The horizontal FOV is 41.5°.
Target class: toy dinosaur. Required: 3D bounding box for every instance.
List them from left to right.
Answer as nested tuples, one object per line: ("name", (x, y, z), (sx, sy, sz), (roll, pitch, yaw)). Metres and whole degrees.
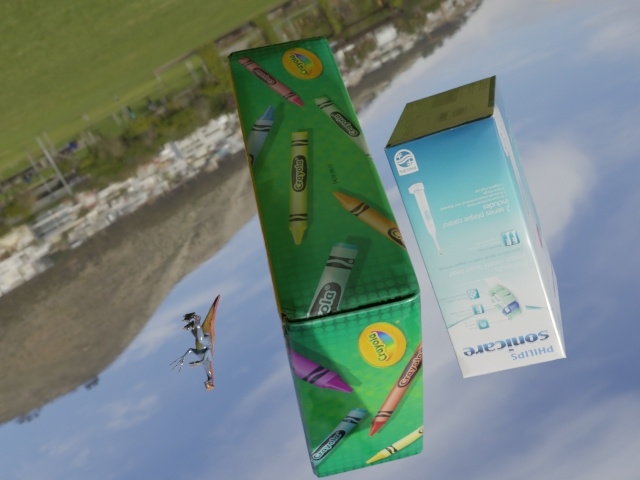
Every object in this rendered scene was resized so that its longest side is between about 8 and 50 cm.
("toy dinosaur", (-0.124, 0.120, 0.930), (0.090, 0.082, 0.047), (-34, -154, -11))

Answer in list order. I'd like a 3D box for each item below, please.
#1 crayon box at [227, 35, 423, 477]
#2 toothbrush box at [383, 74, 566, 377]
("crayon box", (0.000, 0.000, 0.603), (0.081, 0.165, 0.278), (-11, -135, -4))
("toothbrush box", (0.191, -0.022, 1.011), (0.126, 0.295, 0.216), (-14, -163, 18))
